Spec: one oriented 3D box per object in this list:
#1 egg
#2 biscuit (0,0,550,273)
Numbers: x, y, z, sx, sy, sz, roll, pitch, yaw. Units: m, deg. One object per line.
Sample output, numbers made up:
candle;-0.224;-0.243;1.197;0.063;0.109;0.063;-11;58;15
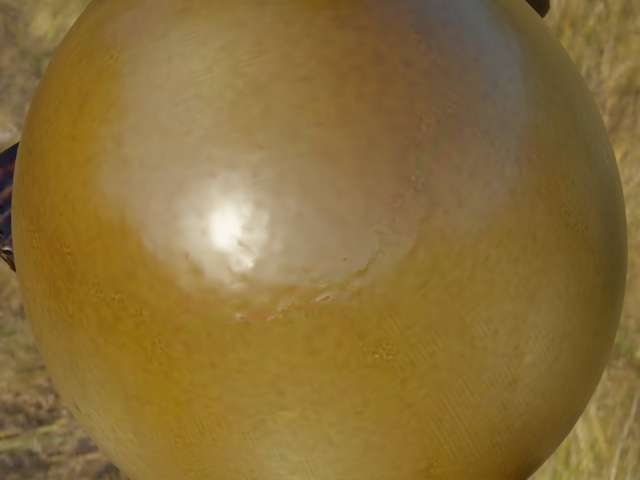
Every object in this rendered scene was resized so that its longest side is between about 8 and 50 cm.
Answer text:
egg;0.000;0.000;0.649;0.282;0.351;0.283;-6;64;12
biscuit;-0.030;-0.088;0.837;0.388;0.107;0.073;-33;62;-8
